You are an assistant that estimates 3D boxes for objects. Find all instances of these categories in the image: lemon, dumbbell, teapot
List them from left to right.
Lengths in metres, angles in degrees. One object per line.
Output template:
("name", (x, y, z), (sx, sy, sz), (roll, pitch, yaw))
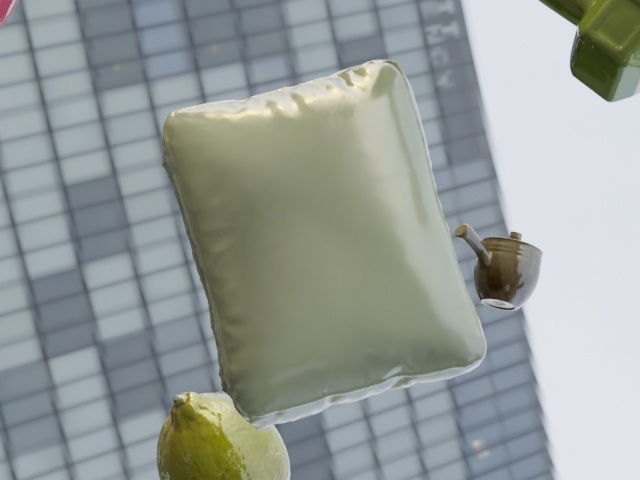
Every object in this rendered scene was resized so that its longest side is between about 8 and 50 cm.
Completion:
("lemon", (-0.139, 0.309, 2.370), (0.184, 0.184, 0.248), (24, -41, 53))
("teapot", (0.170, 0.022, 1.716), (0.085, 0.110, 0.080), (-5, -114, 50))
("dumbbell", (0.203, -0.252, 1.564), (0.302, 0.108, 0.121), (40, -86, 19))

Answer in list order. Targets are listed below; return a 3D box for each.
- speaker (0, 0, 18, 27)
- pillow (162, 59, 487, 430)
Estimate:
("speaker", (-0.351, -0.225, 1.180), (0.294, 0.294, 0.294), (32, -50, 49))
("pillow", (0.000, 0.000, 1.599), (0.120, 0.255, 0.322), (87, -13, -72))
